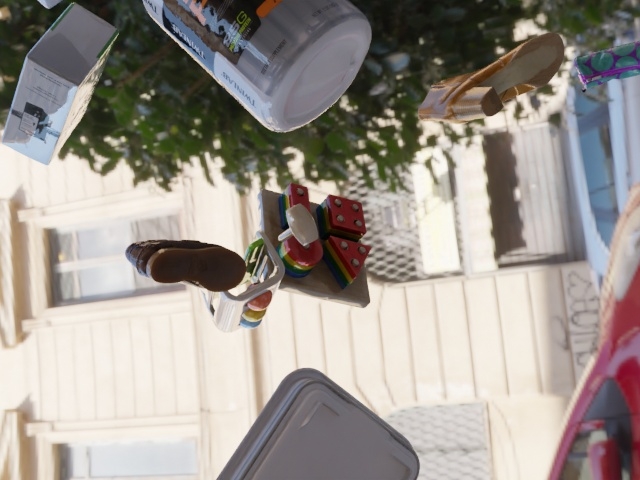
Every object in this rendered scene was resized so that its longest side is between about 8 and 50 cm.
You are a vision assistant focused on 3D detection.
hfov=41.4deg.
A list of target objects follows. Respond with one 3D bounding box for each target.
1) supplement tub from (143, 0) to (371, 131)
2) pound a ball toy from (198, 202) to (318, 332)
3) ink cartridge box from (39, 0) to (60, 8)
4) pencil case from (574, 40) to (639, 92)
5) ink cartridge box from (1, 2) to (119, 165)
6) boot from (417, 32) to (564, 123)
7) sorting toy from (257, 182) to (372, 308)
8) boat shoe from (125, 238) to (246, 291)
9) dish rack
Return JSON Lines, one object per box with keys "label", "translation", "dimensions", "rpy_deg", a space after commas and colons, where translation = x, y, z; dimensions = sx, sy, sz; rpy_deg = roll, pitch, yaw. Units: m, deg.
{"label": "supplement tub", "translation": [-0.103, -0.310, 1.120], "dimensions": [0.316, 0.193, 0.193], "rpy_deg": [44, -161, 15]}
{"label": "pound a ball toy", "translation": [-0.113, 0.072, 1.652], "dimensions": [0.135, 0.208, 0.319], "rpy_deg": [60, 162, 11]}
{"label": "ink cartridge box", "translation": [-0.316, -0.458, 1.050], "dimensions": [0.131, 0.226, 0.306], "rpy_deg": [49, 168, 4]}
{"label": "pencil case", "translation": [0.534, -0.313, 1.503], "dimensions": [0.064, 0.152, 0.070], "rpy_deg": [60, -151, -36]}
{"label": "ink cartridge box", "translation": [-0.408, -0.239, 1.321], "dimensions": [0.087, 0.208, 0.153], "rpy_deg": [29, -131, -12]}
{"label": "boot", "translation": [0.353, -0.345, 1.790], "dimensions": [0.295, 0.211, 0.104], "rpy_deg": [-39, -64, -22]}
{"label": "sorting toy", "translation": [0.000, 0.000, 1.882], "dimensions": [0.257, 0.089, 0.255], "rpy_deg": [14, -131, -27]}
{"label": "boat shoe", "translation": [-0.199, 0.031, 1.275], "dimensions": [0.207, 0.073, 0.073], "rpy_deg": [16, -85, -53]}
{"label": "dish rack", "translation": [-0.008, 0.387, 1.251], "dimensions": [0.285, 0.072, 0.332], "rpy_deg": [40, -109, -17]}
